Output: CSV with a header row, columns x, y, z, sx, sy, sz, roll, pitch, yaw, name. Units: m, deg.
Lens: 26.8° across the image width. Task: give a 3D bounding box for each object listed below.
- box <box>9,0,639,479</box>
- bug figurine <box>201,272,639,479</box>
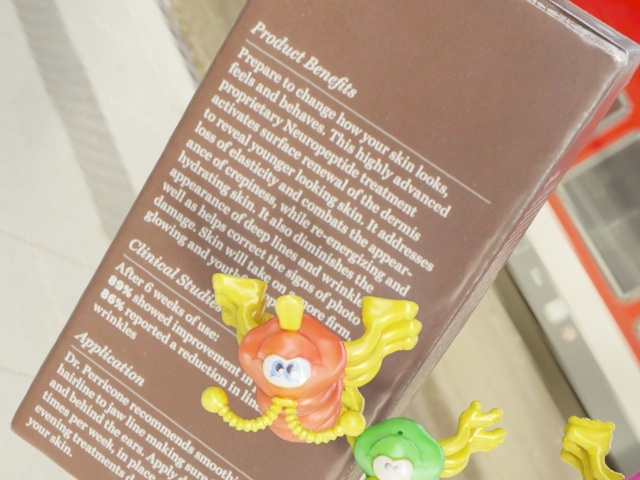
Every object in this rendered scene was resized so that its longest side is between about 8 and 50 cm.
x,y,z,sx,sy,sz,roll,pitch,yaw,name
0.000,0.000,0.785,0.191,0.381,0.143,36,19,10,box
0.089,0.089,0.577,0.216,0.279,0.072,73,26,-62,bug figurine
